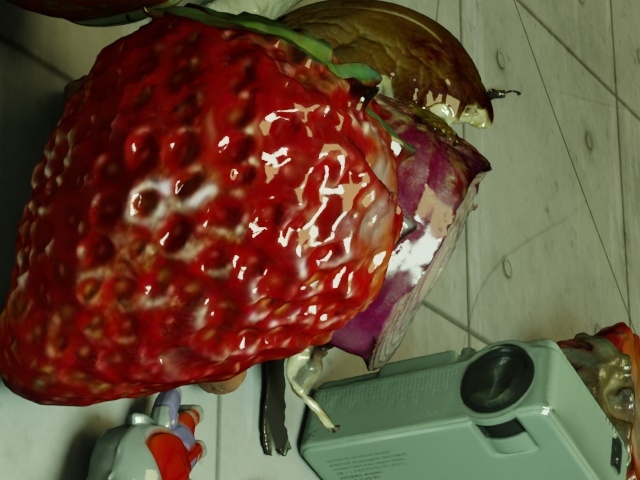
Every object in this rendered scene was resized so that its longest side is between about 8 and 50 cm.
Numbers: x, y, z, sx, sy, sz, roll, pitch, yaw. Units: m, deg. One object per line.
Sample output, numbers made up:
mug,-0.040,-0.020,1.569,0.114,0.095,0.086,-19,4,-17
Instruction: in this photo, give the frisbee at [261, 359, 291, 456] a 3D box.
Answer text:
frisbee,-0.048,0.104,1.734,0.211,0.012,0.187,27,58,-56

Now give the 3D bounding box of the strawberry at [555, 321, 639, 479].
strawberry,0.322,0.253,2.229,0.336,0.149,0.265,57,27,-52

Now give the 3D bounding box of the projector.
projector,0.135,0.190,1.774,0.192,0.257,0.099,51,37,-39

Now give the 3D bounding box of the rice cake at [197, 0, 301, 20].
rice cake,-0.063,-0.225,1.782,0.052,0.057,0.256,44,32,1

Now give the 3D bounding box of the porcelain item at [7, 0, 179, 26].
porcelain item,-0.181,-0.250,1.383,0.253,0.253,0.253,31,53,-53

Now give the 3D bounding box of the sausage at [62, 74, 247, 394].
sausage,-0.127,-0.004,1.567,0.304,0.078,0.078,63,32,-24

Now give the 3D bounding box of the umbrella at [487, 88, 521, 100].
umbrella,0.203,-0.173,2.295,0.122,0.022,0.013,-13,117,-51

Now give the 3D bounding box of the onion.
onion,0.008,-0.029,1.646,0.272,0.230,0.256,-51,170,-16

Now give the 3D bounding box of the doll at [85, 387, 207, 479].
doll,-0.135,0.178,1.479,0.227,0.075,0.102,-37,122,-69

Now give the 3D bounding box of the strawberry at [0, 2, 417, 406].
strawberry,-0.075,-0.012,1.388,0.292,0.292,0.310,3,102,-61

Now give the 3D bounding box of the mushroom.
mushroom,0.037,-0.098,1.836,0.208,0.233,0.301,99,11,-70
